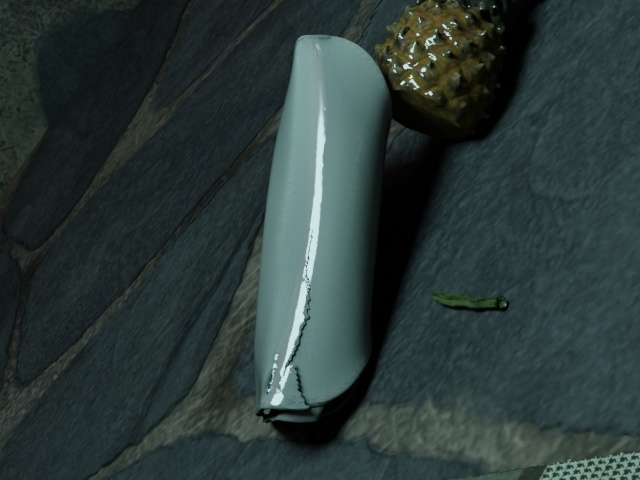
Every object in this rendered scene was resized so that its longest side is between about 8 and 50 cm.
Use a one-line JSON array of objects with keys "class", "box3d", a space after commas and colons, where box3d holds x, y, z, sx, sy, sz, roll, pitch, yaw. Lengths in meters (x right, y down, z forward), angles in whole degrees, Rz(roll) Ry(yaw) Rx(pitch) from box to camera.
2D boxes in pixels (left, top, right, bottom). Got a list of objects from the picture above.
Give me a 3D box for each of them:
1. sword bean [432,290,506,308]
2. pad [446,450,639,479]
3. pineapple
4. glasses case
[{"class": "sword bean", "box3d": [0.104, 0.043, 0.971, 0.012, 0.012, 0.083, -59, 25, -15]}, {"class": "pad", "box3d": [0.041, 0.208, 0.687, 0.323, 0.055, 0.250, -28, 4, -39]}, {"class": "pineapple", "box3d": [0.129, -0.199, 1.151, 0.237, 0.119, 0.111, -64, 18, -16]}, {"class": "glasses case", "box3d": [-0.001, 0.001, 1.090, 0.128, 0.083, 0.308, 131, 146, -69]}]
